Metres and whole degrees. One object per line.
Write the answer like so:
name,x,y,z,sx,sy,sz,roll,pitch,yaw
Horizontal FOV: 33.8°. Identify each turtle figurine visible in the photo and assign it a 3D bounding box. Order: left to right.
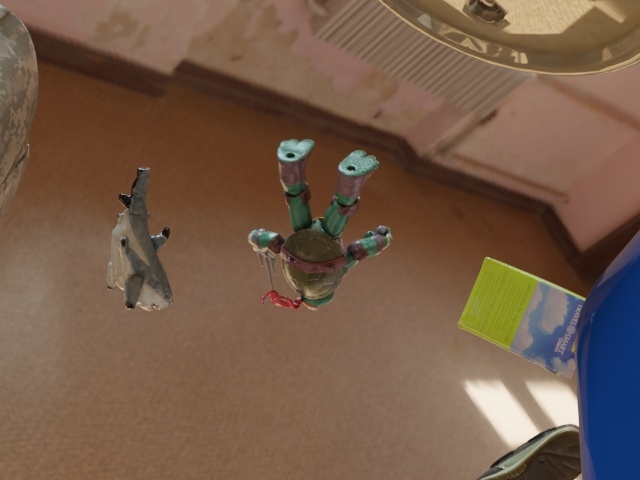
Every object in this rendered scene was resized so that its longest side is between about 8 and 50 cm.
turtle figurine,0.000,0.000,1.244,0.175,0.234,0.118,3,37,-2

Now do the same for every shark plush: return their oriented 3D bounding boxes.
shark plush,-0.194,0.000,1.139,0.067,0.073,0.161,-8,100,-28

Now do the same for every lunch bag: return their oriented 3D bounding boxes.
lunch bag,-0.443,-0.121,1.180,0.212,0.256,0.305,26,28,-9

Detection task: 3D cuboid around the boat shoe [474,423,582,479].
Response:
boat shoe,0.261,0.319,1.383,0.080,0.223,0.073,51,14,4

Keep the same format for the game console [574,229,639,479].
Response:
game console,0.203,0.052,0.234,0.173,0.293,0.250,19,47,-10

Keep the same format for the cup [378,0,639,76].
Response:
cup,0.123,-0.221,0.490,0.331,0.331,0.237,36,69,-28

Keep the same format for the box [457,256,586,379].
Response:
box,0.287,0.105,1.433,0.178,0.109,0.042,25,7,31
